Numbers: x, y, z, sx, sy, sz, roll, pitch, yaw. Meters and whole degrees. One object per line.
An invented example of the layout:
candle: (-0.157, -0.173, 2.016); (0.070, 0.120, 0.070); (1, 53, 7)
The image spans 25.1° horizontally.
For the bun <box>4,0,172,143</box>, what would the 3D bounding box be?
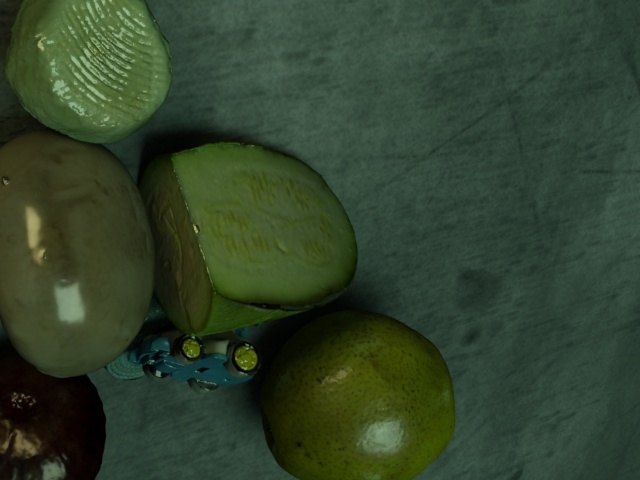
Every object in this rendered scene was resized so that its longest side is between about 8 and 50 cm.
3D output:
bun: (-0.265, -0.204, 1.629); (0.195, 0.118, 0.195); (5, 83, -39)

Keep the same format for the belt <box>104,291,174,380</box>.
belt: (-0.233, 0.112, 1.928); (0.163, 0.082, 0.147); (3, 128, -50)

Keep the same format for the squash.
squash: (-0.060, -0.009, 1.874); (0.309, 0.233, 0.210); (-11, 163, -28)

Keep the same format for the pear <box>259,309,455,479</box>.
pear: (0.047, 0.243, 2.124); (0.294, 0.294, 0.294); (-22, 132, -26)

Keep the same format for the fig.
fig: (-0.395, 0.282, 1.886); (0.217, 0.217, 0.321); (-23, 160, -25)

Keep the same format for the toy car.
toy car: (-0.164, 0.135, 1.886); (0.161, 0.098, 0.126); (18, 152, -27)

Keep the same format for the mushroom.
mushroom: (-0.346, 0.022, 1.683); (0.290, 0.292, 0.292); (-11, 137, 12)
